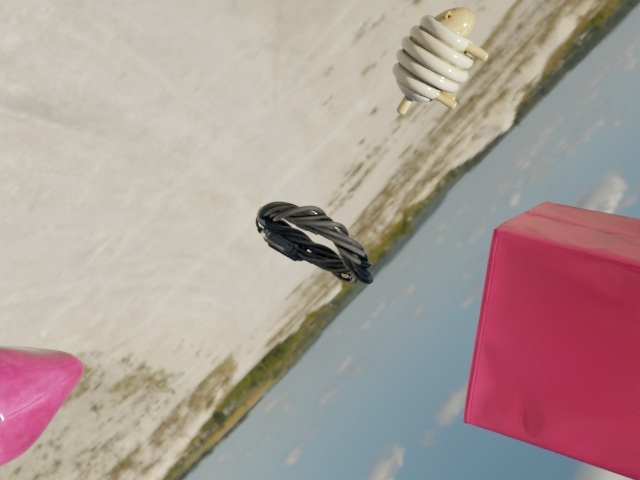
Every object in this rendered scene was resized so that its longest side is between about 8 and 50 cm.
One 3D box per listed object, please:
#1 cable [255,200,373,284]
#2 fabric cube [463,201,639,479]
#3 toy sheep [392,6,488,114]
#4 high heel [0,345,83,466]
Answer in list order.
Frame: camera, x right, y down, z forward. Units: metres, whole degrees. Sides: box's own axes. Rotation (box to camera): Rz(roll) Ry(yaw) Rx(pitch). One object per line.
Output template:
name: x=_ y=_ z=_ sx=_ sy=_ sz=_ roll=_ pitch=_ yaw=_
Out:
cable: x=0.000 y=0.000 z=1.028 sx=0.047 sy=0.184 sz=0.150 roll=-62 pitch=-170 yaw=-23
fabric cube: x=0.355 y=0.109 z=0.953 sx=0.259 sy=0.258 sz=0.254 roll=-20 pitch=119 yaw=-58
toy sheep: x=0.123 y=-0.192 z=0.836 sx=0.132 sy=0.091 sz=0.091 roll=-58 pitch=172 yaw=18
high heel: x=-0.246 y=0.085 z=0.410 sx=0.244 sy=0.082 sz=0.117 roll=-9 pitch=-171 yaw=31
